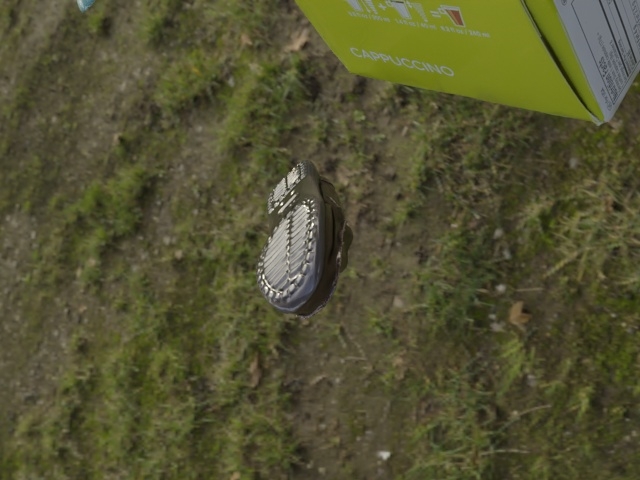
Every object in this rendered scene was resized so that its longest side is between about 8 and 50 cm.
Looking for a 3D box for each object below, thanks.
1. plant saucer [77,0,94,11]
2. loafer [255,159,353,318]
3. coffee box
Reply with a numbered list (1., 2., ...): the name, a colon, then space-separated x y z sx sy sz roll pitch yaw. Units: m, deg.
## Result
1. plant saucer: -0.401 -0.461 1.643 0.119 0.021 0.119 -37 37 34
2. loafer: 0.000 0.000 1.355 0.134 0.130 0.366 -44 20 23
3. coffee box: 0.149 -0.360 0.875 0.338 0.338 0.334 20 72 41
